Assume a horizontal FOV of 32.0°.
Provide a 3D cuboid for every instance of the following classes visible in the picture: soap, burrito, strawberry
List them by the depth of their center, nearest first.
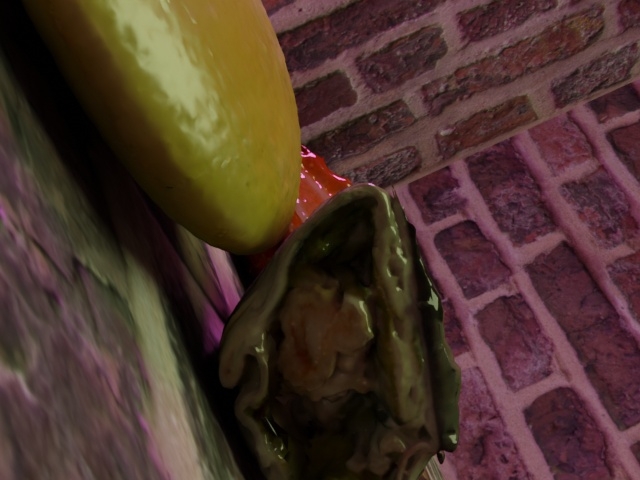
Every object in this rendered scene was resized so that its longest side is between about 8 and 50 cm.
[{"bbox_3d":[-0.101,-0.154,0.725,0.427,0.115,0.306,-98,164,-68],"label":"soap"},{"bbox_3d":[0.010,0.069,0.775,0.332,0.135,0.190,49,24,-89],"label":"burrito"},{"bbox_3d":[-0.029,0.002,1.024,0.228,0.098,0.174,48,37,2],"label":"strawberry"}]

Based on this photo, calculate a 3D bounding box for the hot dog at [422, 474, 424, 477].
[{"bbox_3d":[0.057,0.216,0.943,0.286,0.087,0.061,-106,179,-45],"label":"hot dog"}]

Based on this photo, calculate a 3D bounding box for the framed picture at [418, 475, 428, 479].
[{"bbox_3d":[0.068,0.227,0.808,0.128,0.023,0.168,40,21,-9],"label":"framed picture"}]
